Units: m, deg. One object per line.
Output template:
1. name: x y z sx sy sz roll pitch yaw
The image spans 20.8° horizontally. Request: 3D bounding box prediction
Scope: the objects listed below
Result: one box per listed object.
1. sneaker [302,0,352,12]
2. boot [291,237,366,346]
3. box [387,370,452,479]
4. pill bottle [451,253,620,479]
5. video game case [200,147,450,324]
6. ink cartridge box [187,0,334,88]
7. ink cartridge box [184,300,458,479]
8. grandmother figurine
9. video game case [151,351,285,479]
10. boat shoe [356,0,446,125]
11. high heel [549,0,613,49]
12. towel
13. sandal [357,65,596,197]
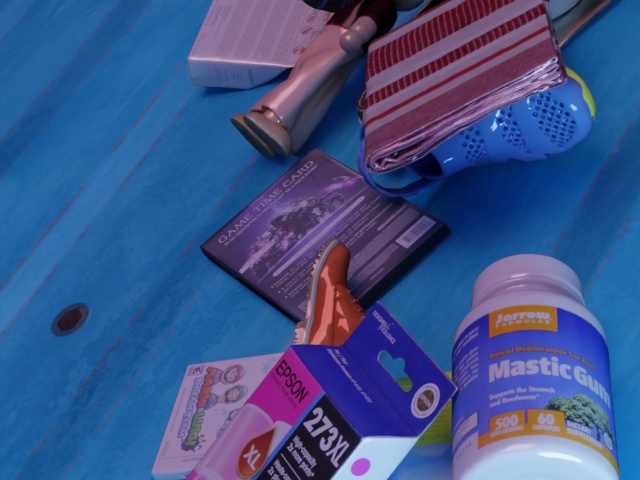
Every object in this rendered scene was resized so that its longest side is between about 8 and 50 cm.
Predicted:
1. sneaker: 0.057 -0.354 2.355 0.211 0.080 0.081 -17 17 -27
2. boot: 0.024 0.075 1.902 0.085 0.059 0.158 6 69 14
3. box: 0.093 0.216 1.715 0.109 0.042 0.178 -10 49 26
4. pill bottle: 0.199 0.143 1.647 0.152 0.152 0.272 -17 40 19
5. video game case: 0.000 0.000 2.054 0.196 0.026 0.274 -41 37 -13
6. ink cartridge box: -0.052 -0.283 2.408 0.225 0.056 0.181 7 49 14
7. ink cartridge box: -0.036 0.232 1.685 0.371 0.069 0.176 -50 37 6
8. grandmother figurine: 0.032 -0.251 2.226 0.342 0.104 0.208 -48 23 -10
9. video game case: -0.102 0.191 1.910 0.143 0.019 0.157 -10 42 26
10. boat shoe: 0.116 -0.235 2.203 0.081 0.068 0.228 19 59 46
11. high heel: 0.295 -0.254 2.094 0.186 0.093 0.261 -11 43 12
12. towel: 0.156 -0.202 1.975 0.237 0.037 0.329 -26 24 15
13. sandal: 0.165 -0.116 1.984 0.317 0.126 0.138 -12 29 38
